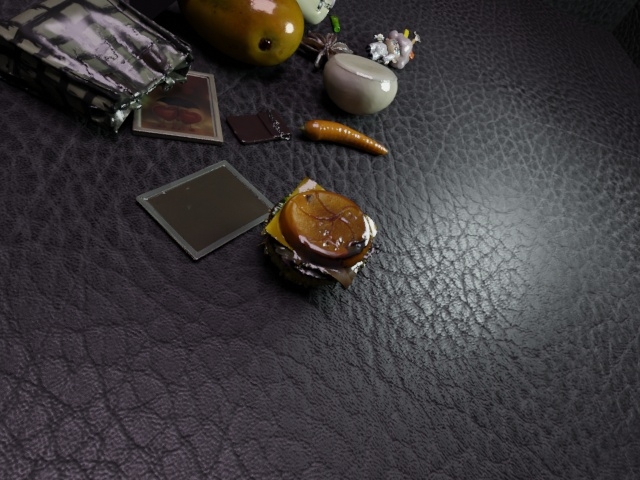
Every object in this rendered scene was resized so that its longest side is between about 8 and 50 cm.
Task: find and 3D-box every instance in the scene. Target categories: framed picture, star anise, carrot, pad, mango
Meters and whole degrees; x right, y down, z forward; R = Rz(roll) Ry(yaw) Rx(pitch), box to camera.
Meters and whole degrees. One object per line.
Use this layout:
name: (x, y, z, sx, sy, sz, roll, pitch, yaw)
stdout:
framed picture: (-0.369, -0.356, 1.273, 0.211, 0.020, 0.289, 4, 49, -23)
star anise: (0.030, -0.632, 1.666, 0.197, 0.073, 0.212, -19, 64, -32)
framed picture: (-0.240, -0.074, 1.086, 0.197, 0.014, 0.252, 43, 47, 14)
carrot: (0.068, -0.295, 1.401, 0.271, 0.062, 0.066, 8, 16, -24)
pad: (-0.435, -0.744, 1.435, 0.005, 0.300, 0.202, 40, 24, -53)
mango: (-0.248, -0.689, 1.482, 0.446, 0.232, 0.300, 41, 49, 21)

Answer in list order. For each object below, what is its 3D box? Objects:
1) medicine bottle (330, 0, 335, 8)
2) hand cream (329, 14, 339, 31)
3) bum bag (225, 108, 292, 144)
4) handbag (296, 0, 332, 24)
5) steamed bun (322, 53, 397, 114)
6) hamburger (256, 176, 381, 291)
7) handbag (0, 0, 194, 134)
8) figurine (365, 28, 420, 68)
medicine bottle: (-0.069, -0.966, 1.900, 0.260, 0.095, 0.095, 12, 47, -15)
hand cream: (0.056, -0.832, 1.892, 0.036, 0.023, 0.121, 8, 45, -15)
bum bag: (-0.162, -0.304, 1.318, 0.159, 0.026, 0.109, -17, 61, -35)
handbag: (-0.140, -0.876, 1.631, 0.237, 0.160, 0.359, 40, 14, 28)
steamed bun: (0.113, -0.463, 1.505, 0.232, 0.145, 0.231, 13, 33, -9)
hamburger: (0.000, 0.000, 1.046, 0.262, 0.138, 0.243, 33, 47, 5)
handbag: (-0.524, -0.434, 1.164, 0.327, 0.162, 0.325, 32, 52, -1)
figurine: (0.262, -0.693, 1.810, 0.229, 0.112, 0.137, -19, 88, -29)
